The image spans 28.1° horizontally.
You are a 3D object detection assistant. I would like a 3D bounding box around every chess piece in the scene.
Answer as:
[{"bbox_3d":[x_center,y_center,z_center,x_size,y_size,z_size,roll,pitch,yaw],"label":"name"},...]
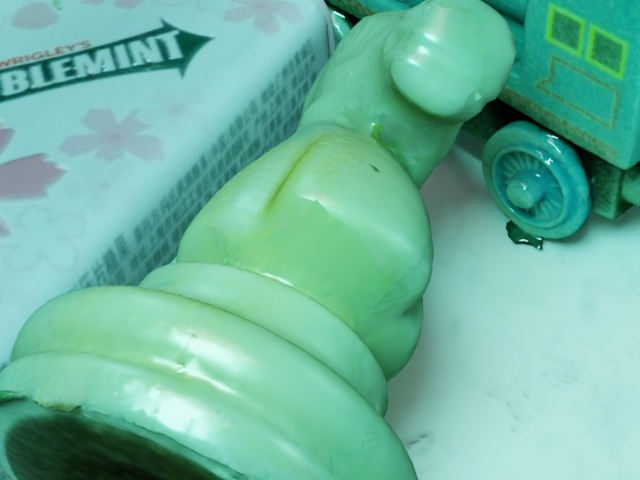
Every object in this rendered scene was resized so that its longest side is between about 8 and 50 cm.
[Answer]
[{"bbox_3d":[0.000,0.000,0.551,0.176,0.176,0.298,15,54,17],"label":"chess piece"}]

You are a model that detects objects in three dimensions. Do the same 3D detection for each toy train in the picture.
[{"bbox_3d":[0.085,-0.132,0.688,0.120,0.194,0.298,-35,53,-28],"label":"toy train"}]

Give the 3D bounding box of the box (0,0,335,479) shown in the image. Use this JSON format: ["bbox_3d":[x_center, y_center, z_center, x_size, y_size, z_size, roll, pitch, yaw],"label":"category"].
[{"bbox_3d":[-0.156,-0.009,0.629,0.190,0.112,0.369,17,48,25],"label":"box"}]
